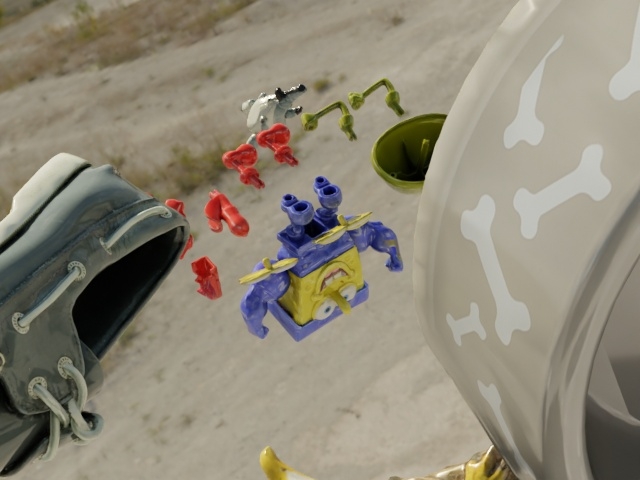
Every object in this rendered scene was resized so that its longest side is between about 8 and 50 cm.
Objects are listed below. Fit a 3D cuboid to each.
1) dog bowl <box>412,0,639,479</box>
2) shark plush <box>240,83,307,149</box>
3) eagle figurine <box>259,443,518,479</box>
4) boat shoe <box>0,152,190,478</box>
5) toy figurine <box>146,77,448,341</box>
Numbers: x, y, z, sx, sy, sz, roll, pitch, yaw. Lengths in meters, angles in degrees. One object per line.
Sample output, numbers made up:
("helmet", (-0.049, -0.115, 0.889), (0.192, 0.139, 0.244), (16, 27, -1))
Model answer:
("dog bowl", (0.218, 0.012, 0.407), (0.349, 0.348, 0.102), (-26, 33, 3))
("shark plush", (-0.057, -0.182, 1.351), (0.067, 0.073, 0.161), (1, -29, -24))
("eagle figurine", (0.034, 0.199, 0.488), (0.225, 0.226, 0.298), (20, 23, 8))
("boat shoe", (-0.154, 0.061, 0.533), (0.099, 0.116, 0.319), (20, 36, -2))
("toy figurine", (0.000, 0.000, 1.129), (0.362, 0.217, 0.191), (-31, 49, -26))
